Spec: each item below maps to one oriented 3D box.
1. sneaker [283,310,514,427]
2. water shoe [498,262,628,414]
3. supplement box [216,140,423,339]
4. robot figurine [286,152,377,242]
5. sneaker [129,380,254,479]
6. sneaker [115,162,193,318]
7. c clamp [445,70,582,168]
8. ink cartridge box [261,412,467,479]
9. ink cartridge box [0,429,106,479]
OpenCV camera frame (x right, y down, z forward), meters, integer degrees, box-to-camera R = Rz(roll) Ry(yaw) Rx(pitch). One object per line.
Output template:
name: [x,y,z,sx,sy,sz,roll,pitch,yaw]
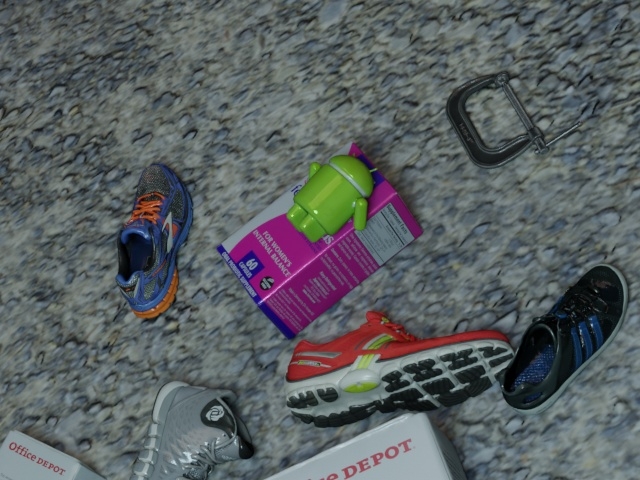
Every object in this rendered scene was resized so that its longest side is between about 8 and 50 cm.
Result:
sneaker: [0.085,0.130,1.529,0.279,0.107,0.118,-12,50,16]
water shoe: [0.276,0.105,1.466,0.073,0.080,0.203,28,78,33]
supplement box: [0.000,0.000,1.630,0.220,0.114,0.111,-38,55,-1]
robot figurine: [0.015,-0.053,1.542,0.115,0.067,0.101,-47,51,-6]
sneaker: [-0.149,0.274,1.566,0.132,0.086,0.229,-1,62,21]
sneaker: [-0.227,-0.010,1.752,0.083,0.087,0.221,-10,60,19]
c clamp: [0.236,-0.157,1.666,0.137,0.022,0.161,-37,56,8]
ink cartridge box: [0.077,0.372,1.381,0.223,0.129,0.307,-26,56,10]
ink cartridge box: [-0.367,0.343,1.632,0.127,0.072,0.175,18,72,31]
